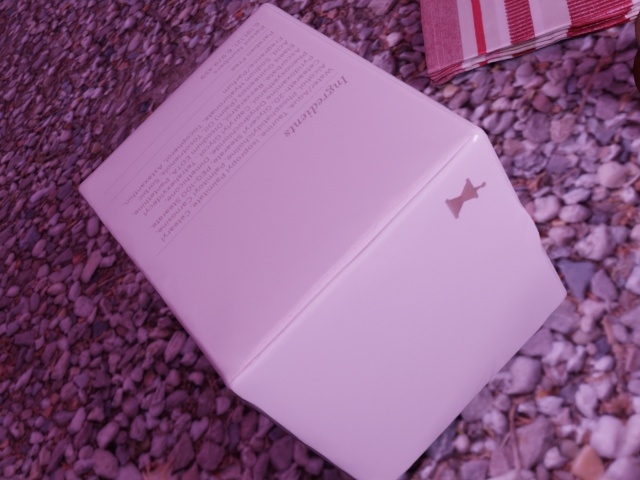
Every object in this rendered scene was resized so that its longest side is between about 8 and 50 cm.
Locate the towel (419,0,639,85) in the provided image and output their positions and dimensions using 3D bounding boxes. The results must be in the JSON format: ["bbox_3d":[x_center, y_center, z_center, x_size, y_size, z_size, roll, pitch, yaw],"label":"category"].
[{"bbox_3d":[0.304,-0.364,1.226,0.328,0.037,0.237,-15,51,21],"label":"towel"}]

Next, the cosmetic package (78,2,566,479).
[{"bbox_3d":[0.000,0.000,0.969,0.327,0.329,0.393,-45,47,-3],"label":"cosmetic package"}]

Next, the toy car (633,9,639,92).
[{"bbox_3d":[0.424,-0.244,0.963,0.148,0.188,0.155,-12,55,26],"label":"toy car"}]
